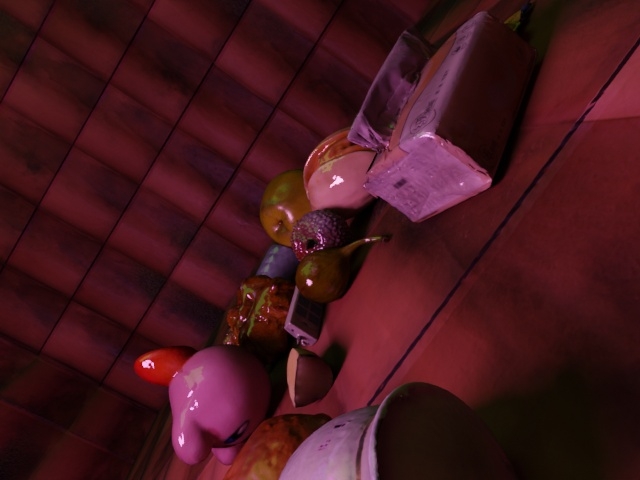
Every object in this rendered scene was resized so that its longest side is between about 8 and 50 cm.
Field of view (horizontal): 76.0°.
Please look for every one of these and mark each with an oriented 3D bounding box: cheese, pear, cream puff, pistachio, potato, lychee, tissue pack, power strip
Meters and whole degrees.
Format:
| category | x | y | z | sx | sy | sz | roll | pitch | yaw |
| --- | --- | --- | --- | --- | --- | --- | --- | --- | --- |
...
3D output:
| category | x | y | z | sx | sy | sz | roll | pitch | yaw |
| --- | --- | --- | --- | --- | --- | --- | --- | --- | --- |
| cheese | 0.380 | -0.428 | 0.883 | 0.250 | 0.064 | 0.156 | -51 | 9 | -19 |
| pear | -0.061 | -0.114 | 1.398 | 0.294 | 0.294 | 0.294 | -54 | 11 | 16 |
| cream puff | -0.156 | 0.207 | 1.146 | 0.241 | 0.155 | 0.269 | -56 | 39 | -3 |
| pistachio | 0.073 | -0.174 | 1.130 | 0.309 | 0.230 | 0.229 | -38 | 19 | 30 |
| potato | -0.372 | 0.419 | 1.748 | 0.091 | 0.070 | 0.138 | -55 | 10 | 17 |
| lychee | 0.000 | 0.000 | 1.045 | 0.197 | 0.165 | 0.165 | -9 | -37 | -55 |
| potato | -0.024 | 0.237 | 0.745 | 0.103 | 0.067 | 0.096 | -149 | 67 | -74 |
| tissue pack | 0.193 | -0.229 | 0.715 | 0.305 | 0.239 | 0.238 | -62 | 12 | -23 |
| power strip | -0.033 | 0.164 | 0.967 | 0.029 | 0.080 | 0.226 | -46 | 16 | 27 |

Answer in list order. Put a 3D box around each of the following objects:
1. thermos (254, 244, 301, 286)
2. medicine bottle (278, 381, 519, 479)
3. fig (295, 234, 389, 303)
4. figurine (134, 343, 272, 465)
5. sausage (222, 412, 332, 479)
| category | x | y | z | sx | sy | sz | roll | pitch | yaw |
| --- | --- | --- | --- | --- | --- | --- | --- | --- | --- |
| thermos | -0.168 | 0.168 | 1.385 | 0.286 | 0.145 | 0.182 | -65 | 3 | -26 |
| medicine bottle | 0.056 | 0.198 | 0.308 | 0.143 | 0.147 | 0.147 | -48 | 15 | 35 |
| fig | 0.046 | 0.045 | 0.904 | 0.236 | 0.124 | 0.124 | -40 | 17 | 22 |
| figurine | -0.224 | 0.327 | 0.911 | 0.211 | 0.269 | 0.261 | -41 | 52 | -2 |
| sausage | -0.050 | 0.314 | 0.427 | 0.141 | 0.153 | 0.267 | 7 | 63 | 57 |
